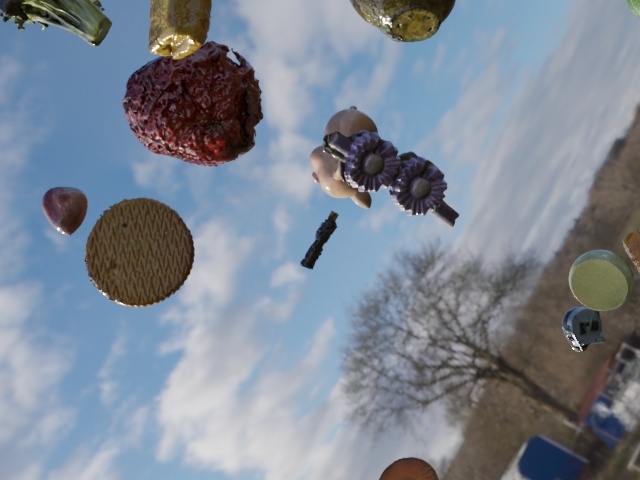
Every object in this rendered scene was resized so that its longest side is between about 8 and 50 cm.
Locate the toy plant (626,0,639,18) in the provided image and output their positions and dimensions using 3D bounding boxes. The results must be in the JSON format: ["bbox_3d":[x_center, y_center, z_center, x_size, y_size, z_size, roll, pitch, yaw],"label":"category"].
[{"bbox_3d":[0.554,-0.434,1.533,0.093,0.092,0.163,27,-114,-75],"label":"toy plant"}]

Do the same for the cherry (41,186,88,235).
[{"bbox_3d":[-0.594,-0.078,2.173,0.106,0.126,0.087,-22,-42,-25],"label":"cherry"}]

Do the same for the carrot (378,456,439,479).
[{"bbox_3d":[0.227,0.609,2.108,0.159,0.159,0.225,-56,-40,-21],"label":"carrot"}]

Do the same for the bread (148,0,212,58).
[{"bbox_3d":[-0.229,-0.403,1.519,0.083,0.114,0.211,14,-110,-37],"label":"bread"}]

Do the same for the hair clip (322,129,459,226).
[{"bbox_3d":[0.126,-0.110,1.578,0.106,0.292,0.084,-62,28,2],"label":"hair clip"}]

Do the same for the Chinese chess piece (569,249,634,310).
[{"bbox_3d":[0.375,0.053,1.238,0.034,0.084,0.084,-43,-24,-54],"label":"Chinese chess piece"}]

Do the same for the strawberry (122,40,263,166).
[{"bbox_3d":[-0.237,-0.249,1.811,0.274,0.220,0.274,-13,-43,-13],"label":"strawberry"}]

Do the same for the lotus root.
[{"bbox_3d":[0.108,-0.414,1.383,0.160,0.275,0.152,-29,-36,19],"label":"lotus root"}]

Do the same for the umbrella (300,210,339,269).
[{"bbox_3d":[0.000,0.000,2.087,0.144,0.037,0.040,-61,5,-1],"label":"umbrella"}]

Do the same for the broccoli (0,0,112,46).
[{"bbox_3d":[-0.548,-0.499,1.949,0.247,0.243,0.263,-46,-9,-31],"label":"broccoli"}]

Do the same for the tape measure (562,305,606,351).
[{"bbox_3d":[0.580,0.194,2.055,0.091,0.094,0.054,-22,8,-15],"label":"tape measure"}]

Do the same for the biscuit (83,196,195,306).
[{"bbox_3d":[-0.407,0.027,2.092,0.254,0.253,0.035,-59,-5,-13],"label":"biscuit"}]

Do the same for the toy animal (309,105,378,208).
[{"bbox_3d":[0.062,-0.210,2.200,0.165,0.149,0.248,40,-134,-39],"label":"toy animal"}]

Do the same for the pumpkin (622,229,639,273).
[{"bbox_3d":[0.627,0.022,1.806,0.054,0.083,0.074,-34,-17,10],"label":"pumpkin"}]
